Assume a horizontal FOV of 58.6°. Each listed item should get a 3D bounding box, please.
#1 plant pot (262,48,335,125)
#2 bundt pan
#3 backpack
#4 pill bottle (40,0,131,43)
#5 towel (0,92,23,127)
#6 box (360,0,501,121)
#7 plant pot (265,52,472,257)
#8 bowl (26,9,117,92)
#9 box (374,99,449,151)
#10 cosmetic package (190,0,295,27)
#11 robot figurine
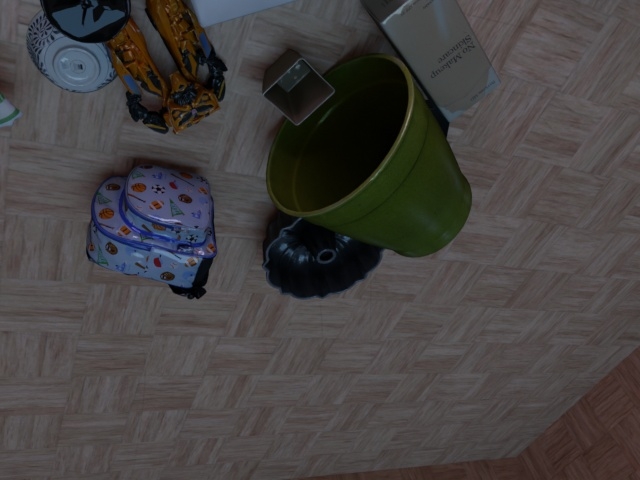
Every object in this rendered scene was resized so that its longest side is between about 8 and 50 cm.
[{"bbox_3d":[-0.054,-0.323,1.163,0.109,0.096,0.109,-39,133,18],"label":"plant pot"},{"bbox_3d":[0.000,0.000,1.484,0.331,0.124,0.330,-11,136,-11],"label":"bundt pan"},{"bbox_3d":[-0.359,-0.033,1.224,0.263,0.276,0.213,5,126,-17],"label":"backpack"},{"bbox_3d":[-0.358,-0.404,0.873,0.123,0.219,0.122,-11,136,-11],"label":"pill bottle"},{"bbox_3d":[-0.687,-0.294,0.927,0.248,0.038,0.325,-8,139,20],"label":"towel"},{"bbox_3d":[0.234,-0.407,1.176,0.148,0.121,0.311,-38,134,16],"label":"box"},{"bbox_3d":[0.137,-0.139,1.219,0.366,0.366,0.353,-41,133,19],"label":"plant pot"},{"bbox_3d":[-0.435,-0.327,1.021,0.170,0.080,0.170,-11,135,-12],"label":"bowl"},{"bbox_3d":[0.213,-0.245,1.383,0.191,0.045,0.184,-10,137,-12],"label":"box"},{"bbox_3d":[-0.056,-0.521,0.928,0.385,0.156,0.217,-16,136,-5],"label":"cosmetic package"},{"bbox_3d":[-0.283,-0.319,1.058,0.211,0.085,0.291,-33,144,-9],"label":"robot figurine"}]
